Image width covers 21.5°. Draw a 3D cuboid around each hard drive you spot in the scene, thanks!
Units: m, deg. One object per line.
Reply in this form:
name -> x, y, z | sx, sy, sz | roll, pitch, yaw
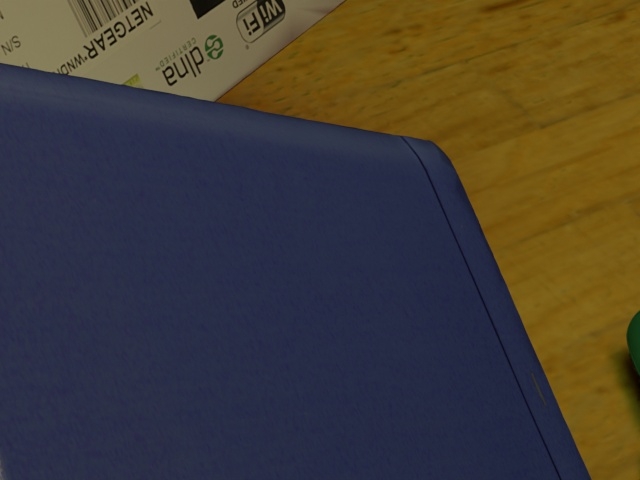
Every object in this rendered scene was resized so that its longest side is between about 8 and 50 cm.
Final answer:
hard drive -> -0.006, 0.058, 0.489 | 0.318, 0.040, 0.210 | 3, 62, -61

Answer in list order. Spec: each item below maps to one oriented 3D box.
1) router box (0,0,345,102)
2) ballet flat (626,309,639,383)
router box -> -0.140, -0.087, 0.661 | 0.301, 0.082, 0.335 | -5, 28, 42
ballet flat -> 0.155, 0.073, 0.694 | 0.041, 0.041, 0.114 | 5, 43, -6
